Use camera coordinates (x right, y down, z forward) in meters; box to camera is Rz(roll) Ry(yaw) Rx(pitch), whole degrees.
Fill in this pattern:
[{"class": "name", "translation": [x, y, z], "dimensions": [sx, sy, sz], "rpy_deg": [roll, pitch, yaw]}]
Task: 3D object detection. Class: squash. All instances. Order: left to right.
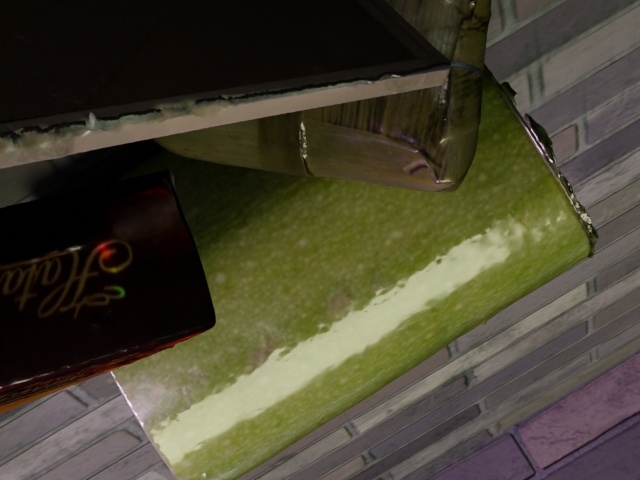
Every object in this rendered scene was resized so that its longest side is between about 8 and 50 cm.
[{"class": "squash", "translation": [0.000, 0.000, 1.356], "dimensions": [0.384, 0.263, 0.263], "rpy_deg": [-31, 160, -2]}]

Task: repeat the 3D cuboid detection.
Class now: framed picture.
[{"class": "framed picture", "translation": [-0.107, -0.138, 0.928], "dimensions": [0.315, 0.232, 0.024], "rpy_deg": [-13, 138, -39]}]

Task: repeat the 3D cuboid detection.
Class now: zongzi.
[{"class": "zongzi", "translation": [0.000, -0.181, 1.186], "dimensions": [0.250, 0.274, 0.125], "rpy_deg": [8, 178, 1]}]

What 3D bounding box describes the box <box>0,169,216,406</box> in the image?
[{"class": "box", "translation": [-0.284, 0.078, 1.159], "dimensions": [0.264, 0.116, 0.415], "rpy_deg": [-14, 174, -35]}]
